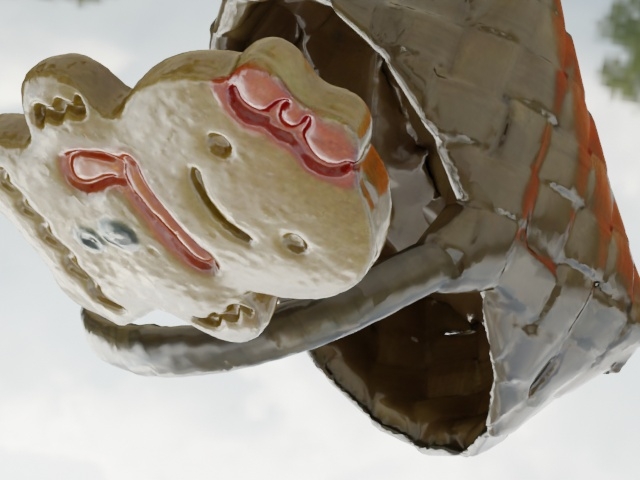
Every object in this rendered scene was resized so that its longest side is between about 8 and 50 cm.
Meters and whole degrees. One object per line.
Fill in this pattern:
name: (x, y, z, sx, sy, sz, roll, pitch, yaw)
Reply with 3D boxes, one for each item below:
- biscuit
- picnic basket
biscuit: (-0.059, -0.018, 0.850, 0.225, 0.166, 0.036, -8, -143, 41)
picnic basket: (0.000, 0.000, 1.196, 0.337, 0.337, 0.293, -6, -173, -31)
